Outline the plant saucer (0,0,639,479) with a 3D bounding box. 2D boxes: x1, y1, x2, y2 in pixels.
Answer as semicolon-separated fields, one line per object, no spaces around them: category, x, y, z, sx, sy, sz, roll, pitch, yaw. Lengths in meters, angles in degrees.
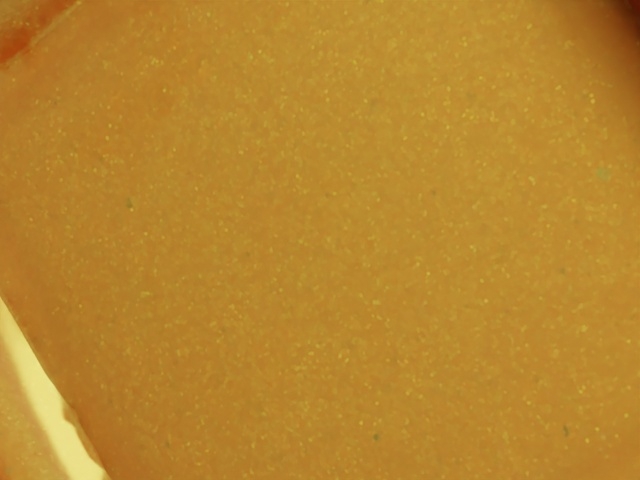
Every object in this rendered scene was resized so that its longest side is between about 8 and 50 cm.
plant saucer;0.000;0.000;0.523;0.259;0.258;0.047;58;24;13
